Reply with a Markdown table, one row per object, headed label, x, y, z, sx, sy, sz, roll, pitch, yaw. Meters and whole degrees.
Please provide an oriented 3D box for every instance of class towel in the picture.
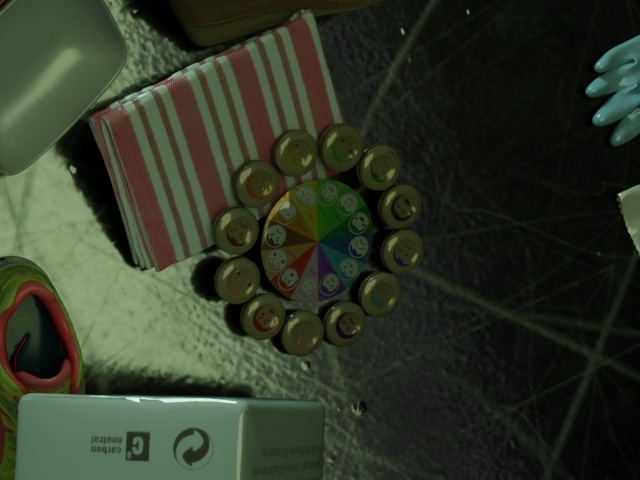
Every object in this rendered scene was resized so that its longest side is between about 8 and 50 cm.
| label | x | y | z | sx | sy | sz | roll | pitch | yaw |
| --- | --- | --- | --- | --- | --- | --- | --- | --- | --- |
| towel | -0.071 | -0.076 | 1.396 | 0.197 | 0.029 | 0.144 | -29 | 128 | -21 |

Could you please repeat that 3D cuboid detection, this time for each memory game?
| label | x | y | z | sx | sy | sz | roll | pitch | yaw |
| --- | --- | --- | --- | --- | --- | --- | --- | --- | --- |
| memory game | 0.000 | 0.000 | 1.435 | 0.186 | 0.012 | 0.186 | -8 | 107 | -27 |

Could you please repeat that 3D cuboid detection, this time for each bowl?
| label | x | y | z | sx | sy | sz | roll | pitch | yaw |
| --- | --- | --- | --- | --- | --- | --- | --- | --- | --- |
| bowl | -0.217 | -0.131 | 1.330 | 0.142 | 0.053 | 0.142 | -48 | 149 | -13 |

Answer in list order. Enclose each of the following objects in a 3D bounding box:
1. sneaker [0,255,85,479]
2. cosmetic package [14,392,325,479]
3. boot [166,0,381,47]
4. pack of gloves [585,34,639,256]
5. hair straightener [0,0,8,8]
| label | x | y | z | sx | sy | sz | roll | pitch | yaw |
| --- | --- | --- | --- | --- | --- | --- | --- | --- | --- |
| sneaker | -0.204 | 0.117 | 1.339 | 0.081 | 0.094 | 0.209 | -16 | 97 | -22 |
| cosmetic package | -0.103 | 0.332 | 1.270 | 0.161 | 0.230 | 0.453 | 0 | 84 | 14 |
| boot | -0.015 | -0.264 | 1.368 | 0.248 | 0.090 | 0.207 | -25 | 134 | -13 |
| pack of gloves | 0.345 | -0.101 | 1.573 | 0.232 | 0.046 | 0.195 | -26 | 98 | -19 |
| hair straightener | -0.293 | -0.129 | 1.222 | 0.230 | 0.089 | 0.047 | -41 | 66 | 3 |
